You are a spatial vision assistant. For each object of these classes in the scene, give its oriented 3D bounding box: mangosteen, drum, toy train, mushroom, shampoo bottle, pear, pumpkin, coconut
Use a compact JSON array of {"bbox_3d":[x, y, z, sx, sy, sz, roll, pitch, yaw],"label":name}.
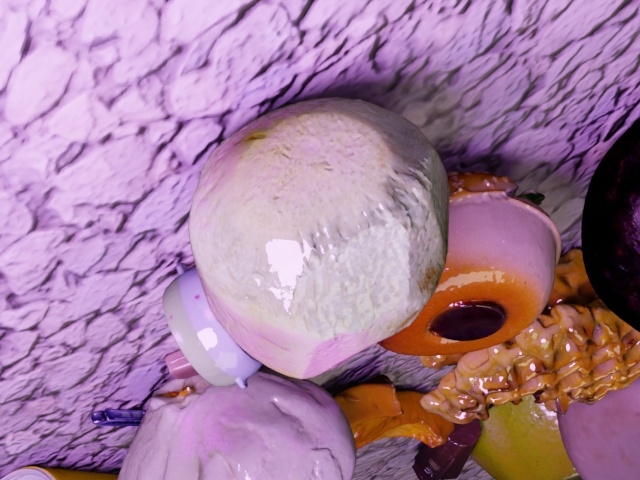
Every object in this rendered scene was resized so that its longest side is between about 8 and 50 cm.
[{"bbox_3d":[0.406,-0.033,1.356,0.275,0.275,0.302,-43,-178,41],"label":"mangosteen"},{"bbox_3d":[-0.073,0.098,1.334,0.049,0.130,0.253,-31,156,12],"label":"drum"},{"bbox_3d":[-0.232,0.206,1.579,0.017,0.017,0.083,-38,153,28],"label":"toy train"},{"bbox_3d":[0.529,0.241,1.965,0.362,0.362,0.294,-37,-168,32],"label":"mushroom"},{"bbox_3d":[0.199,0.346,2.206,0.067,0.068,0.236,-13,154,-18],"label":"shampoo bottle"},{"bbox_3d":[0.440,0.320,2.223,0.399,0.165,0.399,-18,157,-8],"label":"pear"},{"bbox_3d":[0.032,0.272,1.855,0.258,0.095,0.290,-29,160,8],"label":"pumpkin"},{"bbox_3d":[0.000,0.000,1.096,0.205,0.235,0.236,11,161,13],"label":"coconut"}]

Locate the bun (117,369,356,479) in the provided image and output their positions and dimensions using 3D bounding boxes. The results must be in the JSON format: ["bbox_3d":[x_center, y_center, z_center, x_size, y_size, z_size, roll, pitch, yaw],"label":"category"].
[{"bbox_3d":[-0.113,0.236,1.519,0.293,0.293,0.187,-27,120,12],"label":"bun"}]

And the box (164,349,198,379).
[{"bbox_3d":[-0.111,0.121,1.487,0.115,0.025,0.048,-22,156,1],"label":"box"}]

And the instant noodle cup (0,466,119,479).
[{"bbox_3d":[-0.295,0.376,1.688,0.216,0.215,0.236,-31,148,22],"label":"instant noodle cup"}]

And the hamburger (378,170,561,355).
[{"bbox_3d":[0.121,0.023,1.323,0.237,0.147,0.237,-8,148,-5],"label":"hamburger"}]

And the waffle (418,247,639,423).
[{"bbox_3d":[0.290,0.125,1.697,0.324,0.151,0.261,-2,153,-41],"label":"waffle"}]
